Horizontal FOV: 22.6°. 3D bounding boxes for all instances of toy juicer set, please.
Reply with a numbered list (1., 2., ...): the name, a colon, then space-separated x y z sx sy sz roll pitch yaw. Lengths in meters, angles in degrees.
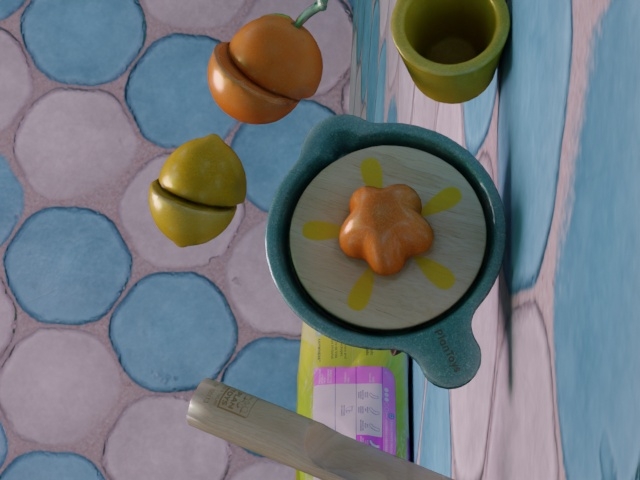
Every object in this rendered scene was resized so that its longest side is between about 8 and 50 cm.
1. toy juicer set: 0.000 0.000 0.904 0.089 0.209 0.329 73 -161 -69

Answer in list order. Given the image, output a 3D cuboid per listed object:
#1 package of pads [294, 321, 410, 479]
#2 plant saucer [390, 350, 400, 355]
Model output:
1. package of pads: 0.026 0.169 1.509 0.229 0.101 0.296 95 177 -53
2. plant saucer: 0.076 0.012 1.323 0.168 0.029 0.168 -178 90 -89
